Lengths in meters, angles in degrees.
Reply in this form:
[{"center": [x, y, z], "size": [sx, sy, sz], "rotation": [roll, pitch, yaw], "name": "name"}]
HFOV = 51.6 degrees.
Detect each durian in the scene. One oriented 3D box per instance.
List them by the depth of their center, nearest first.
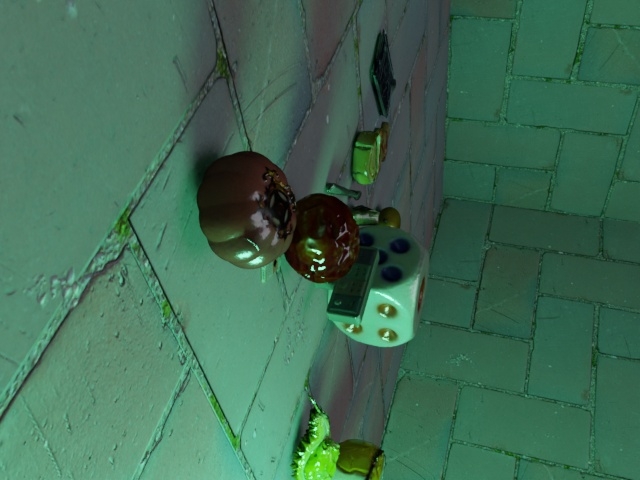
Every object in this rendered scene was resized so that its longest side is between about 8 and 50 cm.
[{"center": [-0.018, 0.571, 1.749], "size": [0.107, 0.132, 0.375], "rotation": [-103, -162, -61], "name": "durian"}]

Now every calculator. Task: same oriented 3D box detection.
[{"center": [0.197, -0.510, 2.046], "size": [0.274, 0.028, 0.166], "rotation": [56, 45, -68], "name": "calculator"}]

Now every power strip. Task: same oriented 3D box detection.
[{"center": [0.058, 0.107, 1.681], "size": [0.061, 0.145, 0.216], "rotation": [78, 27, -51], "name": "power strip"}]

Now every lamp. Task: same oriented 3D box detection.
[{"center": [-0.118, -0.046, 1.012], "size": [0.182, 0.140, 0.182], "rotation": [23, 64, -60], "name": "lamp"}]

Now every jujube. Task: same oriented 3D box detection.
[{"center": [0.000, 0.000, 1.381], "size": [0.250, 0.174, 0.174], "rotation": [98, 5, -79], "name": "jujube"}]

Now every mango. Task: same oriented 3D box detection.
[{"center": [0.239, -0.054, 2.346], "size": [0.237, 0.091, 0.137], "rotation": [-53, 154, -71], "name": "mango"}]

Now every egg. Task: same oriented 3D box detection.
[{"center": [0.059, 0.740, 1.943], "size": [0.337, 0.201, 0.337], "rotation": [14, 90, -69], "name": "egg"}]

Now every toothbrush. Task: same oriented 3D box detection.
[{"center": [0.063, -0.132, 1.784], "size": [0.297, 0.030, 0.030], "rotation": [-1, 109, -73], "name": "toothbrush"}]

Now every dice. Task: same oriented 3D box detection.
[{"center": [0.169, 0.131, 1.901], "size": [0.259, 0.251, 0.243], "rotation": [81, 25, -47], "name": "dice"}]

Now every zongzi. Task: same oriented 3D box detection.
[{"center": [0.097, -0.078, 1.922], "size": [0.109, 0.119, 0.055], "rotation": [-2, 109, -36], "name": "zongzi"}]

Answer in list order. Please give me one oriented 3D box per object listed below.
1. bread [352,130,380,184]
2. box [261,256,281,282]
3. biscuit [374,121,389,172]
[{"center": [0.131, -0.236, 1.901], "size": [0.117, 0.064, 0.156], "rotation": [-33, 131, -64], "name": "bread"}, {"center": [-0.099, 0.047, 1.336], "size": [0.083, 0.012, 0.046], "rotation": [-53, 148, -59], "name": "box"}, {"center": [0.188, -0.291, 2.138], "size": [0.234, 0.030, 0.153], "rotation": [-50, 144, -63], "name": "biscuit"}]
